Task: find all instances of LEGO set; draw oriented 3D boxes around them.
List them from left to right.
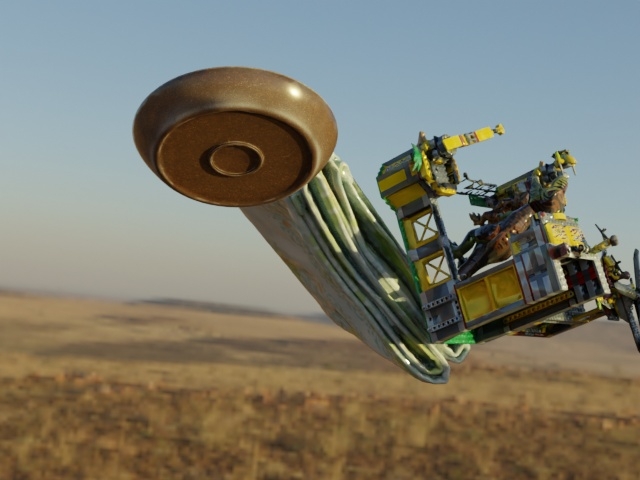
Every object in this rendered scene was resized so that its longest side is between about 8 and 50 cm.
[{"bbox_3d":[0.236,-0.012,1.310,0.192,0.255,0.331,-27,-30,36],"label":"LEGO set"}]

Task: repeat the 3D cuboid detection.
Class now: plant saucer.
[{"bbox_3d":[-0.069,-0.075,1.004,0.168,0.029,0.168,-1,-34,0],"label":"plant saucer"}]

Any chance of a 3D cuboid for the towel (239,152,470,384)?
[{"bbox_3d":[0.000,0.000,1.450,0.320,0.090,0.374,54,-9,-22],"label":"towel"}]
